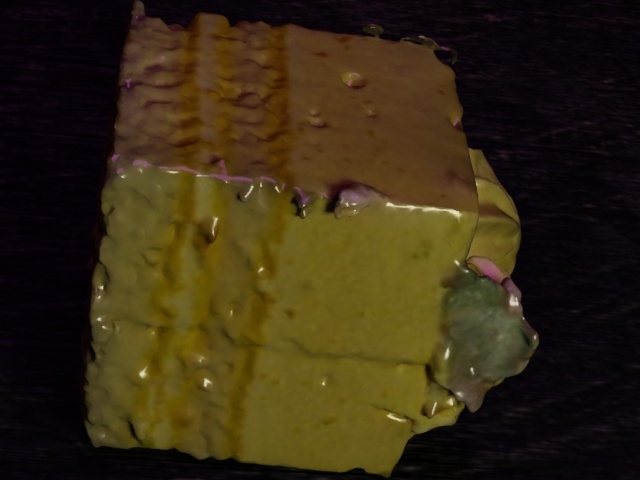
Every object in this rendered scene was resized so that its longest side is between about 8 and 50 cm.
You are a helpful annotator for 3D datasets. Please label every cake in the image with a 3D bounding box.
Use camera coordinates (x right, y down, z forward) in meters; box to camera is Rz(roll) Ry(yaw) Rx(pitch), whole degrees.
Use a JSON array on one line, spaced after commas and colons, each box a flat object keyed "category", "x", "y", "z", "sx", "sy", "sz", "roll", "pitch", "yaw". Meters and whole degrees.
[{"category": "cake", "x": 0.000, "y": 0.000, "z": 1.191, "sx": 0.286, "sy": 0.222, "sz": 0.227, "roll": 7, "pitch": 36, "yaw": -5}]
